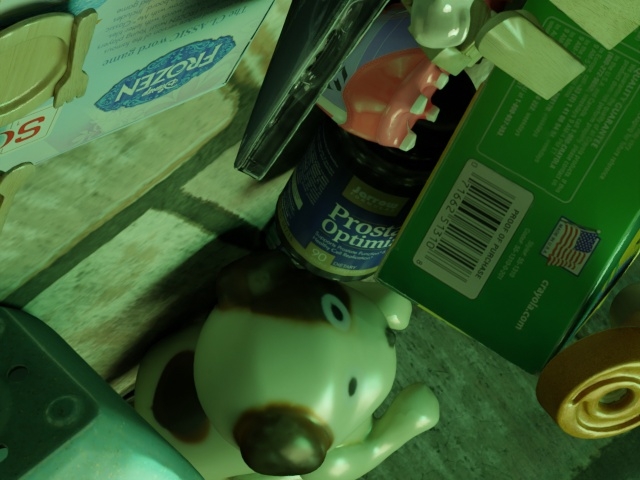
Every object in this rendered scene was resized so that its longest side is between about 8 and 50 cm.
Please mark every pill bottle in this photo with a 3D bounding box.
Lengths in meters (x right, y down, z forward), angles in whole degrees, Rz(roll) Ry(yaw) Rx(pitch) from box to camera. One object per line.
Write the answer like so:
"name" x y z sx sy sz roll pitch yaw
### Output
"pill bottle" 0.049 -0.067 0.959 0.122 0.123 0.219 -31 164 -37

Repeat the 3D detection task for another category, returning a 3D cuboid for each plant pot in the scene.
"plant pot" -0.231 0.199 0.831 0.247 0.248 0.252 -37 145 -24

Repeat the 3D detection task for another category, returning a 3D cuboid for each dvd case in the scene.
"dvd case" 0.026 -0.151 0.440 0.164 0.018 0.221 -49 -160 54

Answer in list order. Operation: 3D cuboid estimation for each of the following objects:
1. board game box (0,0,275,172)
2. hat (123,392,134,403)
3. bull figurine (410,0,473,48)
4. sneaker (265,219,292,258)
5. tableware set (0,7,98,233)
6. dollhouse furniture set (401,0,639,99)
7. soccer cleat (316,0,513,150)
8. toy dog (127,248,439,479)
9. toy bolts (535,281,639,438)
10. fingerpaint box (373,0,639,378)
"board game box" -0.105 -0.117 0.342 0.318 0.066 0.318 -30 168 -40
"hat" -0.232 0.298 1.656 0.331 0.134 0.331 -37 171 -6
"bull figurine" 0.114 -0.212 0.480 0.310 0.101 0.188 -56 -165 26
"sneaker" 0.000 0.000 1.190 0.083 0.098 0.224 -35 170 -15
"tableware set" -0.151 -0.019 0.372 0.168 0.020 0.141 -28 167 -45
"dollhouse furniture set" 0.104 -0.178 0.673 0.144 0.151 0.123 -41 149 22
"soccer cleat" 0.079 -0.161 0.824 0.248 0.095 0.083 -51 166 -39
"toy dog" -0.061 0.144 1.233 0.395 0.285 0.408 5 163 -16
"toy bolts" 0.266 0.040 0.823 0.218 0.158 0.228 15 128 -28
"fingerpaint box" 0.268 -0.134 0.938 0.445 0.163 0.371 -62 164 14
